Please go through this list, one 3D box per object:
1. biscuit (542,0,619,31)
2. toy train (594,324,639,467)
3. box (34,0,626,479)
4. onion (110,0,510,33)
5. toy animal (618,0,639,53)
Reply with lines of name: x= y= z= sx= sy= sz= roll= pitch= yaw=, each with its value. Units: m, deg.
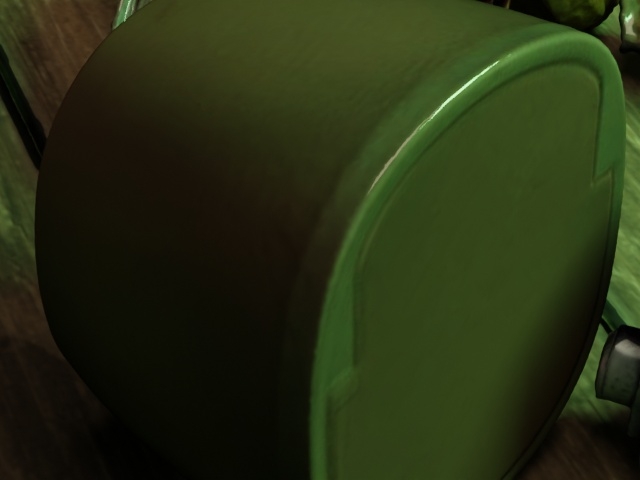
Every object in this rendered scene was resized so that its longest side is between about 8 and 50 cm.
biscuit: x=0.148 y=-0.289 z=1.441 sx=0.064 sy=0.283 sz=0.432 roll=-31 pitch=29 yaw=13
toy train: x=0.302 y=0.071 z=1.042 sx=0.299 sy=0.202 sz=0.131 roll=15 pitch=40 yaw=11
box: x=0.000 y=0.000 z=1.025 sx=0.216 sy=0.301 sz=0.301 roll=26 pitch=42 yaw=30
onion: x=0.037 y=-0.151 z=1.254 sx=0.348 sy=0.159 sz=0.267 roll=7 pitch=64 yaw=40
toy animal: x=0.361 y=-0.165 z=1.325 sx=0.343 sy=0.168 sz=0.106 roll=9 pitch=78 yaw=21
